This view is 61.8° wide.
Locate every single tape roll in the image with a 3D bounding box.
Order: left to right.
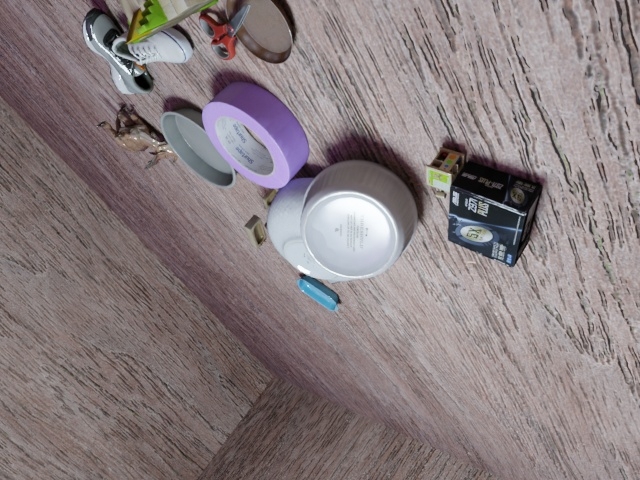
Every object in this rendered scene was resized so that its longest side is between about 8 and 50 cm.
[{"bbox_3d":[-0.164,-0.261,1.351,0.275,0.090,0.274,31,155,16],"label":"tape roll"}]

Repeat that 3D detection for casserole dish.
[{"bbox_3d":[-0.004,0.190,1.967,0.188,0.037,0.114,34,155,12],"label":"casserole dish"}]

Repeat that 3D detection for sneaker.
[{"bbox_3d":[-0.540,-0.509,1.452,0.108,0.100,0.271,16,155,23],"label":"sneaker"},{"bbox_3d":[-0.422,-0.474,1.334,0.258,0.091,0.094,19,149,37],"label":"sneaker"}]

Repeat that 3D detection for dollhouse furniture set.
[{"bbox_3d":[-0.126,-0.046,1.593,0.123,0.151,0.144,28,155,21],"label":"dollhouse furniture set"}]

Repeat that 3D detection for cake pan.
[{"bbox_3d":[-0.357,-0.283,1.618,0.293,0.054,0.293,31,155,16],"label":"cake pan"}]

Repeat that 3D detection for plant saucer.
[{"bbox_3d":[-0.116,-0.431,1.063,0.169,0.029,0.168,32,155,17],"label":"plant saucer"}]

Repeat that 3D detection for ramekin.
[{"bbox_3d":[0.077,-0.036,1.203,0.273,0.127,0.272,7,117,13],"label":"ramekin"}]

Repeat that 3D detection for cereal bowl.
[{"bbox_3d":[0.000,0.000,1.427,0.339,0.141,0.338,19,145,14],"label":"cereal bowl"}]

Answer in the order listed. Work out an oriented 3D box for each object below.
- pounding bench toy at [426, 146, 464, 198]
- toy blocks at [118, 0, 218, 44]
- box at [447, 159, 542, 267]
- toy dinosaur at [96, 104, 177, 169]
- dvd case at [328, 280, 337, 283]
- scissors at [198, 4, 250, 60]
[{"bbox_3d":[0.245,-0.130,1.041,0.052,0.065,0.083,24,152,27],"label":"pounding bench toy"},{"bbox_3d":[-0.328,-0.550,1.011,0.382,0.191,0.260,11,132,54],"label":"toy blocks"},{"bbox_3d":[0.333,-0.049,1.043,0.148,0.077,0.180,27,153,26],"label":"box"},{"bbox_3d":[-0.628,-0.340,1.825,0.296,0.127,0.200,24,159,40],"label":"toy dinosaur"},{"bbox_3d":[-0.015,0.051,1.734,0.253,0.022,0.180,39,157,-13],"label":"dvd case"},{"bbox_3d":[-0.179,-0.425,1.100,0.297,0.021,0.109,25,149,55],"label":"scissors"}]
